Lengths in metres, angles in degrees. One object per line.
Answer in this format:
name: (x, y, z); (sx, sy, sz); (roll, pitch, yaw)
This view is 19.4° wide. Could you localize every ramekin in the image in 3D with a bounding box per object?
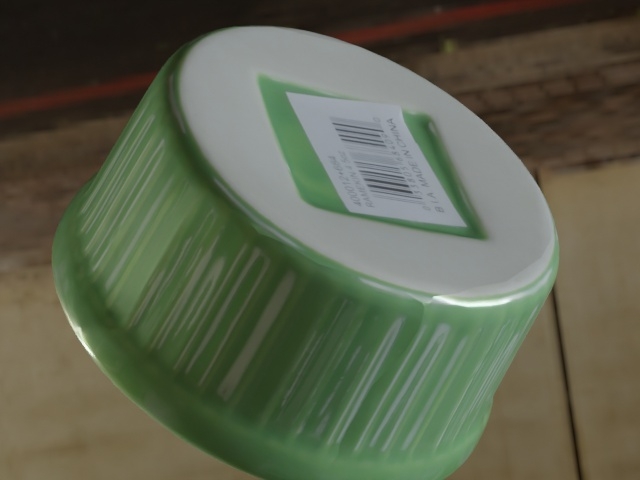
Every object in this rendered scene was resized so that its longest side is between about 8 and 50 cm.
ramekin: (0.000, 0.000, 1.165); (0.303, 0.303, 0.148); (-2, 133, -40)
